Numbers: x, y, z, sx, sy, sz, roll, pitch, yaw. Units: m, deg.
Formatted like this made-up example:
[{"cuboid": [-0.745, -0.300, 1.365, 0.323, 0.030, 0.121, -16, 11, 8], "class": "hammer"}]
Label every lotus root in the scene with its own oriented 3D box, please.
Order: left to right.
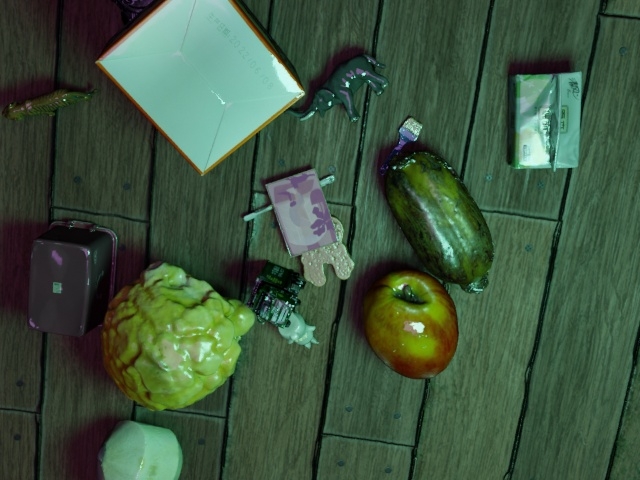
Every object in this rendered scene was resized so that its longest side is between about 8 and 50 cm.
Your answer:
[{"cuboid": [0.297, -0.045, 1.801, 0.195, 0.179, 0.398, -29, 99, 11], "class": "lotus root"}]

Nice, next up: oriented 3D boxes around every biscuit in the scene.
[{"cuboid": [-0.004, 0.000, 1.903, 0.143, 0.040, 0.237, -17, 96, 0], "class": "biscuit"}]

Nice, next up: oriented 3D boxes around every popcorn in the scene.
[{"cuboid": [-0.382, 0.249, 1.825, 0.390, 0.354, 0.344, -38, 106, 13], "class": "popcorn"}]

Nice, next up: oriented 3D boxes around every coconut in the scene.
[{"cuboid": [-0.501, 0.596, 1.959, 0.241, 0.241, 0.241, 1, 102, 3], "class": "coconut"}]

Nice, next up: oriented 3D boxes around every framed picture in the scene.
[{"cuboid": [-0.046, -0.070, 1.873, 0.135, 0.010, 0.201, -18, 97, 5], "class": "framed picture"}]

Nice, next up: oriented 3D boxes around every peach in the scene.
[{"cuboid": [0.224, 0.213, 1.836, 0.238, 0.281, 0.281, -42, 98, -28], "class": "peach"}]

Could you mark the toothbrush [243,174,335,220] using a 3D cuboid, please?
[{"cuboid": [-0.081, -0.109, 1.890, 0.262, 0.026, 0.022, -24, 106, 8], "class": "toothbrush"}]

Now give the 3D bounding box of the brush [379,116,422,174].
[{"cuboid": [0.199, -0.235, 1.852, 0.051, 0.014, 0.164, 34, 103, -2], "class": "brush"}]

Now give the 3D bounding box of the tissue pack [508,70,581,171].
[{"cuboid": [0.541, -0.286, 1.751, 0.159, 0.145, 0.230, -1, 102, 5], "class": "tissue pack"}]

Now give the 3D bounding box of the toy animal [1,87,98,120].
[{"cuboid": [-0.681, -0.346, 1.840, 0.241, 0.099, 0.057, -14, 101, 7], "class": "toy animal"}]

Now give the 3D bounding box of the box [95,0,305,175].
[{"cuboid": [-0.268, -0.402, 1.673, 0.318, 0.257, 0.349, -39, 116, 9], "class": "box"}]

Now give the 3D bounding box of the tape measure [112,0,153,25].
[{"cuboid": [-0.433, -0.615, 1.764, 0.186, 0.112, 0.199, -37, 99, 8], "class": "tape measure"}]

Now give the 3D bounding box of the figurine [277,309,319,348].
[{"cuboid": [-0.053, 0.227, 1.931, 0.081, 0.146, 0.098, -13, 70, 19], "class": "figurine"}]

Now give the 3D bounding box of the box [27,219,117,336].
[{"cuboid": [-0.654, 0.105, 1.902, 0.193, 0.167, 0.294, 9, 102, 4], "class": "box"}]

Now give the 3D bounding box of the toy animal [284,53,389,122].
[{"cuboid": [0.050, -0.352, 1.805, 0.269, 0.082, 0.137, -37, 94, 14], "class": "toy animal"}]

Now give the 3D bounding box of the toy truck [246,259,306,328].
[{"cuboid": [-0.109, 0.134, 1.824, 0.121, 0.259, 0.088, 23, 102, -2], "class": "toy truck"}]
